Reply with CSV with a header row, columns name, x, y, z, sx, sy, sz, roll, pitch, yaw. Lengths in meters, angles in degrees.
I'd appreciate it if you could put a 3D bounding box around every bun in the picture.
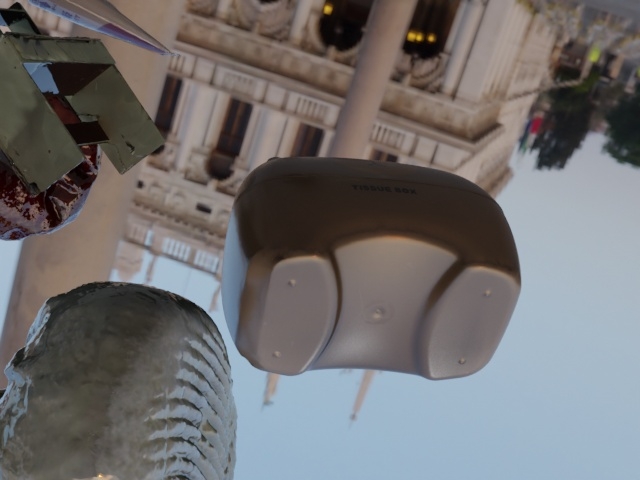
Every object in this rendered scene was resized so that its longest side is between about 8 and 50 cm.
name,x,y,z,sx,sy,sz,roll,pitch,yaw
bun,-0.202,0.212,0.898,0.194,0.354,0.354,1,-168,13

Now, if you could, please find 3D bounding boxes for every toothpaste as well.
name,x,y,z,sx,sy,sz,roll,pitch,yaw
toothpaste,-0.363,-0.365,1.480,0.299,0.073,0.114,27,-178,-16

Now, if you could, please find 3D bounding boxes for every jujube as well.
name,x,y,z,sx,sy,sz,roll,pitch,yaw
jujube,-0.483,-0.150,1.228,0.377,0.276,0.276,24,-169,-30

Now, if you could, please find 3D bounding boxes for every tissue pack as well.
name,x,y,z,sx,sy,sz,roll,pitch,yaw
tissue pack,0.059,0.028,1.281,0.387,0.267,0.277,3,-147,-12

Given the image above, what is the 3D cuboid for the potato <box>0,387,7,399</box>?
name,x,y,z,sx,sy,sz,roll,pitch,yaw
potato,-0.383,0.297,1.158,0.160,0.235,0.178,-13,158,9

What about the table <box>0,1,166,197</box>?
name,x,y,z,sx,sy,sz,roll,pitch,yaw
table,-0.217,-0.127,0.715,0.175,0.062,0.146,55,-163,-1
